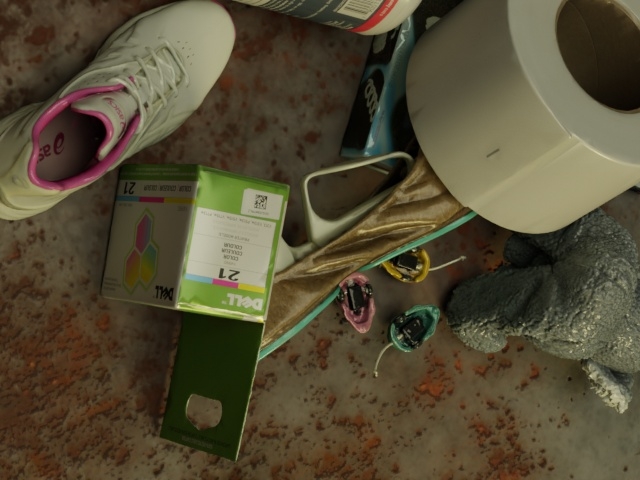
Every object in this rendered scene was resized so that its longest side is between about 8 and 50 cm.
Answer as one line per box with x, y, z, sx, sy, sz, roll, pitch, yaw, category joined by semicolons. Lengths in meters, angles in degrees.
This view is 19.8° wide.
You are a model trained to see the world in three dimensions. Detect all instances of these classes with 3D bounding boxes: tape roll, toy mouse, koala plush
0.227;-0.149;1.779;0.246;0.169;0.246;15;61;-29;tape roll
0.064;0.070;1.886;0.161;0.031;0.143;13;79;-23;toy mouse
0.288;0.072;1.932;0.221;0.203;0.196;38;75;-35;koala plush

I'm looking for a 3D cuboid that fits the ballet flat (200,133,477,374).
0.000;0.000;1.790;0.342;0.116;0.124;-34;102;-8;ballet flat

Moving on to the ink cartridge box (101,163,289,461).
-0.130;0.063;1.700;0.097;0.189;0.255;12;86;-28;ink cartridge box

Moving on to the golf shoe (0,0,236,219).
-0.182;-0.124;1.699;0.306;0.140;0.115;-42;107;-22;golf shoe

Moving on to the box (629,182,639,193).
0.348;-0.130;2.035;0.094;0.027;0.137;23;81;-27;box

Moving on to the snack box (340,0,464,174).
0.154;-0.209;1.914;0.187;0.060;0.322;20;82;-27;snack box

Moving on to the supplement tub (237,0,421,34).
-0.034;-0.313;1.740;0.272;0.191;0.191;12;86;-27;supplement tub
